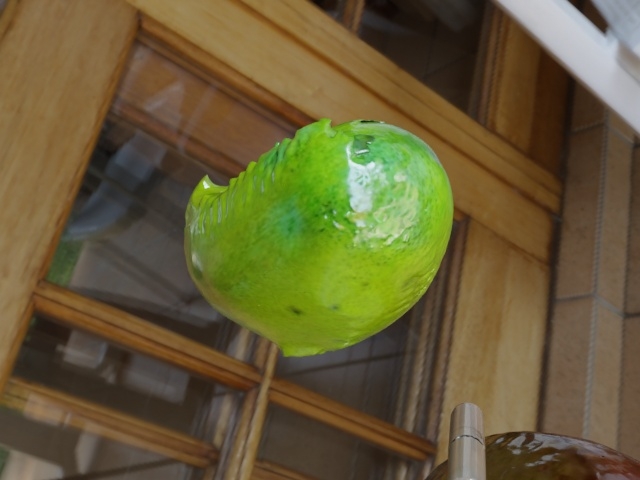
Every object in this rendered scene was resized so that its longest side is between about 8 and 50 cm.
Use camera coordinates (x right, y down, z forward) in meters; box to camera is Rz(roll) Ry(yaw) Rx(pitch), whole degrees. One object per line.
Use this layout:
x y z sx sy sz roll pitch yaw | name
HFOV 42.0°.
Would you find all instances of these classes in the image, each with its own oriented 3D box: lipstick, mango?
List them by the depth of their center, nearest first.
0.070 0.101 0.397 0.019 0.019 0.094 -54 -2 14 | lipstick
0.001 0.001 0.398 0.178 0.119 0.100 136 121 -66 | mango

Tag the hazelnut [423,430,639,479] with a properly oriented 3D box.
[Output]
0.279 0.429 1.039 0.421 0.421 0.353 -49 39 22 | hazelnut
